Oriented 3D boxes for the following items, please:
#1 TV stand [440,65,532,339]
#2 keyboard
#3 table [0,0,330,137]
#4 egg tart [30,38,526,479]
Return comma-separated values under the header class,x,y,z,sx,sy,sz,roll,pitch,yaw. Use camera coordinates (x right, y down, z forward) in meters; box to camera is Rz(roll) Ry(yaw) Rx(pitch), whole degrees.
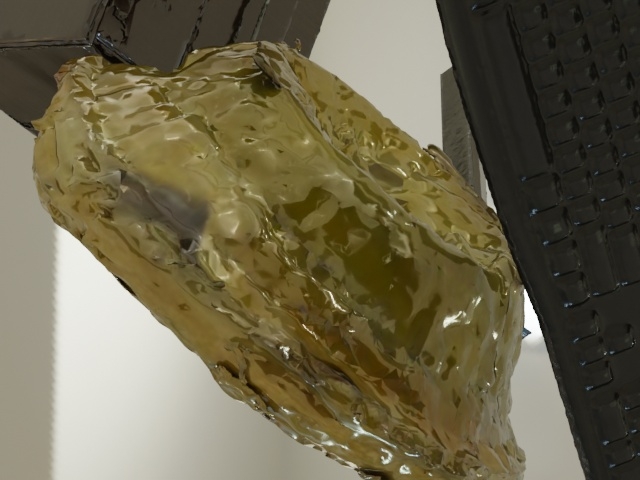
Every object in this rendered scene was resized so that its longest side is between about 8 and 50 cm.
class,x,y,z,sx,sy,sz,roll,pitch,yaw
TV stand,0.111,-0.030,1.249,0.049,0.256,0.040,36,-55,-27
keyboard,0.097,-0.071,0.643,0.041,0.103,0.381,-118,-173,-68
table,-0.116,-0.150,1.168,0.172,0.169,0.193,3,-25,39
egg tart,0.000,0.000,0.827,0.290,0.115,0.290,39,12,-9
